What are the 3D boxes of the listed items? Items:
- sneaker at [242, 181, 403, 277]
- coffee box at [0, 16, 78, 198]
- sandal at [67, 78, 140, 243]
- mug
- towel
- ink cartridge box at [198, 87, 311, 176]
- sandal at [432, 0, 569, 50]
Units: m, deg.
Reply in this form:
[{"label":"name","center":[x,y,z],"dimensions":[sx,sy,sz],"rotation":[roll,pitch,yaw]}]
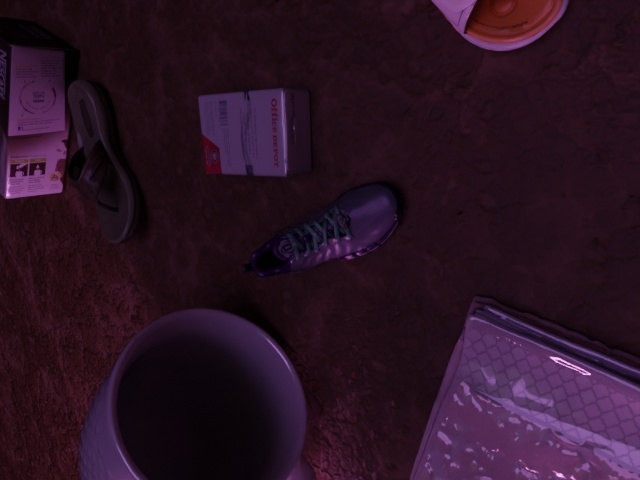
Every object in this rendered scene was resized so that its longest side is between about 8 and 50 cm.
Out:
[{"label":"sneaker","center":[0.000,0.000,0.607],"dimensions":[0.223,0.098,0.083],"rotation":[-30,85,36]},{"label":"coffee box","center":[-0.583,-0.255,0.924],"dimensions":[0.168,0.118,0.297],"rotation":[35,120,23]},{"label":"sandal","center":[-0.413,-0.136,0.859],"dimensions":[0.120,0.086,0.303],"rotation":[-15,94,36]},{"label":"mug","center":[-0.179,0.327,0.739],"dimensions":[0.374,0.276,0.328],"rotation":[33,130,-12]},{"label":"towel","center":[0.276,0.261,0.519],"dimensions":[0.331,0.053,0.317],"rotation":[21,114,29]},{"label":"ink cartridge box","center":[-0.088,-0.146,0.650],"dimensions":[0.150,0.063,0.109],"rotation":[7,106,32]},{"label":"sandal","center":[0.120,-0.291,0.462],"dimensions":[0.265,0.076,0.102],"rotation":[52,125,12]}]
